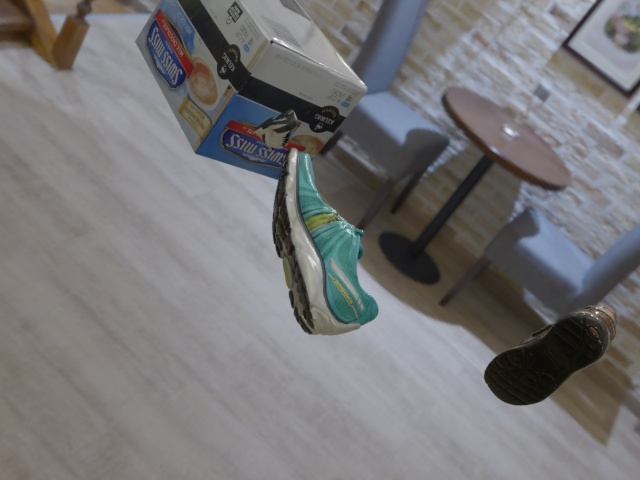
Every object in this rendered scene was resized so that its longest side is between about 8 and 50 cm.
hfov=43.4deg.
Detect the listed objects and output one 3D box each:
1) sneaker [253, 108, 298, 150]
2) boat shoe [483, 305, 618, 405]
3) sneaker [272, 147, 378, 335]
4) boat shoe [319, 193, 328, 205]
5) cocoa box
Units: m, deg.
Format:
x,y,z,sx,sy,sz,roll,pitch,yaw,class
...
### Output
x,y,z,sx,sy,sz,roll,pitch,yaw,class
-0.055,-0.155,1.136,0.043,0.040,0.109,55,-20,-14,sneaker
0.460,0.226,1.582,0.120,0.324,0.122,-25,78,-41,boat shoe
0.000,0.000,1.061,0.110,0.107,0.275,-6,61,-17,sneaker
-0.020,-0.026,1.572,0.075,0.206,0.065,-38,53,-19,boat shoe
-0.131,-0.306,1.399,0.231,0.228,0.347,15,33,-44,cocoa box
